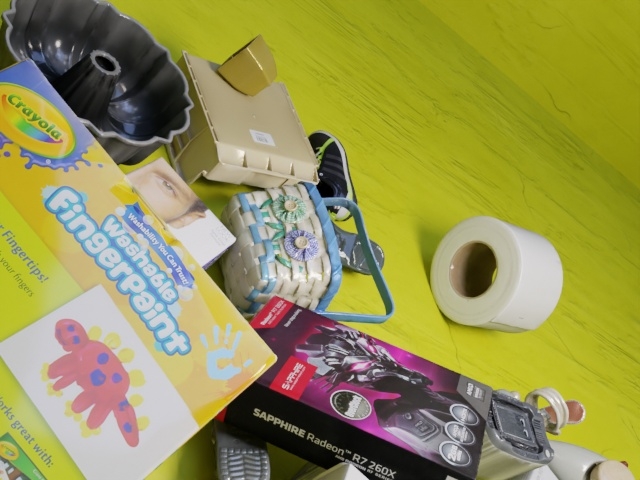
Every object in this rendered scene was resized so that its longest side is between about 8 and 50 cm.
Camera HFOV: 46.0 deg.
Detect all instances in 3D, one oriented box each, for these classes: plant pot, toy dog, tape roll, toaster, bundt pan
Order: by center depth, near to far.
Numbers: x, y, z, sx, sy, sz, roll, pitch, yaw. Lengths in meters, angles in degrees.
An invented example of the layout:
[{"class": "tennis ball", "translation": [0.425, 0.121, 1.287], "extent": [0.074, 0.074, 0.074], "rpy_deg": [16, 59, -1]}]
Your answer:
[{"class": "bundt pan", "translation": [-0.380, -0.251, 1.236], "extent": [0.330, 0.124, 0.331], "rpy_deg": [30, 37, -26]}, {"class": "toaster", "translation": [0.311, 0.368, 1.400], "extent": [0.227, 0.146, 0.129], "rpy_deg": [24, 40, -34]}, {"class": "plant pot", "translation": [-0.129, -0.322, 1.420], "extent": [0.083, 0.081, 0.081], "rpy_deg": [51, 31, -19]}, {"class": "toy dog", "translation": [0.504, 0.416, 1.534], "extent": [0.161, 0.220, 0.334], "rpy_deg": [-29, 85, -40]}, {"class": "tape roll", "translation": [0.391, 0.079, 1.690], "extent": [0.169, 0.246, 0.246], "rpy_deg": [15, 46, -41]}]

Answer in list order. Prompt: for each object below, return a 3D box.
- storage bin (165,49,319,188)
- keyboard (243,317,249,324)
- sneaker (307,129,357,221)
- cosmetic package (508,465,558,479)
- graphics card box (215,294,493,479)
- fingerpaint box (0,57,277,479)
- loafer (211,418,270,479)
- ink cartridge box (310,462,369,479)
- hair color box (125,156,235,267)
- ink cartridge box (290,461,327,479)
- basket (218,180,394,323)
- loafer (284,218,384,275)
[{"class": "storage bin", "translation": [-0.160, -0.202, 1.445], "extent": [0.262, 0.123, 0.260], "rpy_deg": [8, 52, -46]}, {"class": "keyboard", "translation": [-0.148, 0.124, 1.133], "extent": [0.256, 0.014, 0.072], "rpy_deg": [52, 32, -45]}, {"class": "sneaker", "translation": [0.008, -0.146, 1.616], "extent": [0.097, 0.084, 0.235], "rpy_deg": [7, 52, -44]}, {"class": "cosmetic package", "translation": [0.448, 0.547, 1.440], "extent": [0.231, 0.085, 0.117], "rpy_deg": [53, 33, 4]}, {"class": "graphics card box", "translation": [0.045, 0.223, 1.059], "extent": [0.370, 0.094, 0.233], "rpy_deg": [23, 24, 10]}, {"class": "fingerpaint box", "translation": [-0.335, 0.086, 0.812], "extent": [0.371, 0.163, 0.445], "rpy_deg": [-40, 89, -31]}, {"class": "loafer", "translation": [-0.118, 0.278, 1.068], "extent": [0.094, 0.087, 0.251], "rpy_deg": [11, 32, -8]}, {"class": "ink cartridge box", "translation": [-0.028, 0.432, 0.892], "extent": [0.117, 0.207, 0.283], "rpy_deg": [45, 34, -9]}, {"class": "hair color box", "translation": [-0.290, 0.021, 1.089], "extent": [0.185, 0.110, 0.339], "rpy_deg": [48, 32, -1]}, {"class": "ink cartridge box", "translation": [0.066, 0.394, 1.091], "extent": [0.203, 0.148, 0.086], "rpy_deg": [52, 33, 4]}, {"class": "basket", "translation": [-0.023, 0.032, 1.297], "extent": [0.289, 0.201, 0.255], "rpy_deg": [3, 53, -36]}, {"class": "loafer", "translation": [0.000, 0.000, 1.488], "extent": [0.267, 0.084, 0.096], "rpy_deg": [30, 69, -21]}]
